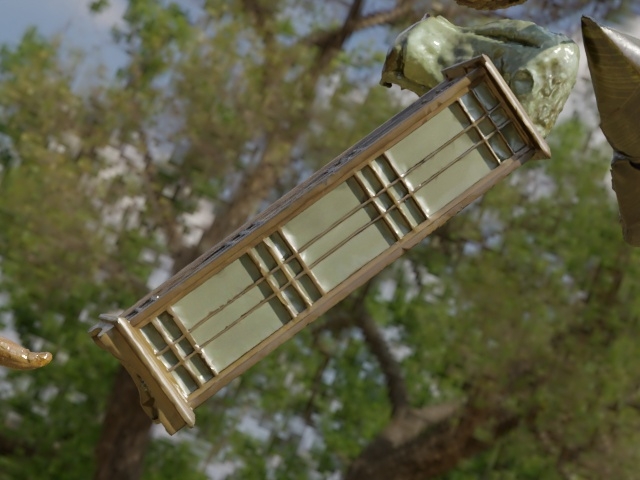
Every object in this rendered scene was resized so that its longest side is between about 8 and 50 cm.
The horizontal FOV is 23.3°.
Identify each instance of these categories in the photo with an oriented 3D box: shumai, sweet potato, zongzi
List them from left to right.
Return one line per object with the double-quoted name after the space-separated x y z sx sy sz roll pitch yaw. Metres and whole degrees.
-0.381 0.090 1.595 0.214 0.050 0.050 28 -15 -18 "sweet potato"
0.216 -0.225 2.170 0.222 0.225 0.261 30 -26 -26 "shumai"
0.553 -0.254 2.308 0.208 0.403 0.432 8 -44 46 "zongzi"

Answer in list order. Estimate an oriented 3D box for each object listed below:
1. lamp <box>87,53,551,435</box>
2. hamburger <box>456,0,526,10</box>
0.000 0.000 1.059 0.090 0.325 0.089 56 -12 -8 "lamp"
0.254 -0.450 2.341 0.183 0.206 0.130 4 10 43 "hamburger"
